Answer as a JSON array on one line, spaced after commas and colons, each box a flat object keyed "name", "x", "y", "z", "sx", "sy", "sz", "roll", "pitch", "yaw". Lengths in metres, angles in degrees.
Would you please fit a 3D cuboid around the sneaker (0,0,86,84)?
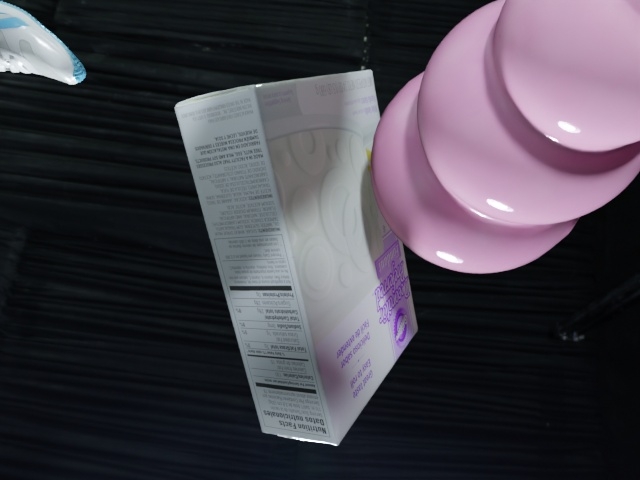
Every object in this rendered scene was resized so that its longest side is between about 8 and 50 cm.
[{"name": "sneaker", "x": -0.394, "y": -0.237, "z": 0.633, "sx": 0.092, "sy": 0.228, "sz": 0.087, "roll": -64, "pitch": -179, "yaw": -9}]

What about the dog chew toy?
[{"name": "dog chew toy", "x": 0.162, "y": -0.094, "z": 0.427, "sx": 0.332, "sy": 0.206, "sz": 0.207, "roll": 118, "pitch": -20, "yaw": -72}]

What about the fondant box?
[{"name": "fondant box", "x": 0.000, "y": 0.000, "z": 0.562, "sx": 0.238, "sy": 0.096, "sz": 0.331, "roll": -34, "pitch": 117, "yaw": -55}]
